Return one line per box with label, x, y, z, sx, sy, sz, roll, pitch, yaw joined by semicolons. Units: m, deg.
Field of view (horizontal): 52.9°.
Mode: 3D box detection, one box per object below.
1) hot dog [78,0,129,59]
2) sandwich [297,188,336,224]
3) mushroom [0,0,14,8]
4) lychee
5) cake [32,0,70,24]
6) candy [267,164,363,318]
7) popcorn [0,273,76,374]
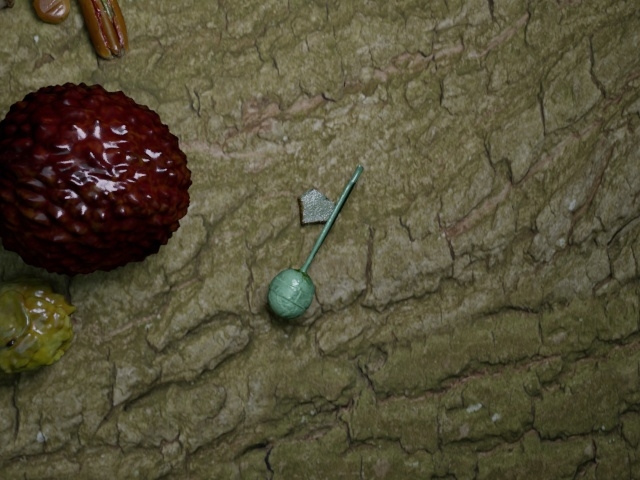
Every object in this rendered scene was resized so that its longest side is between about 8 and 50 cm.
hot dog;-0.526;-0.551;1.536;0.092;0.062;0.235;-22;96;-10
sandwich;-0.006;-0.090;1.697;0.105;0.036;0.093;-3;93;-14
mushroom;-0.844;-0.444;1.413;0.137;0.154;0.407;28;80;27
lychee;-0.525;-0.131;1.368;0.500;0.424;0.424;9;89;-18
cake;-0.634;-0.553;1.517;0.084;0.044;0.084;-1;93;-17
candy;0.000;0.000;1.657;0.119;0.119;0.440;30;86;-14
popcorn;-0.690;0.189;1.446;0.266;0.192;0.233;23;83;-25
